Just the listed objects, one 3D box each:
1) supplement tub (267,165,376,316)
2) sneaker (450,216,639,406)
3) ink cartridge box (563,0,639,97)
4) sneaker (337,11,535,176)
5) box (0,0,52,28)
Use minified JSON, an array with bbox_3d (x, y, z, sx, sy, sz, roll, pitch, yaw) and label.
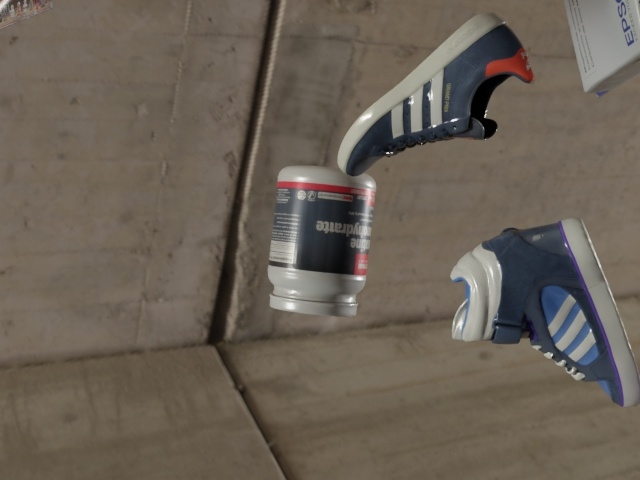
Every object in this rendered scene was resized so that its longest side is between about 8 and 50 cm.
[{"bbox_3d":[0.000,0.000,1.703,0.191,0.191,0.272,6,-89,-35],"label":"supplement tub"},{"bbox_3d":[0.322,0.132,1.327,0.236,0.130,0.322,-20,-71,16],"label":"sneaker"},{"bbox_3d":[0.383,-0.382,1.242,0.072,0.323,0.330,-11,-4,-4],"label":"ink cartridge box"},{"bbox_3d":[0.178,-0.186,1.380,0.350,0.148,0.131,-41,-9,29],"label":"sneaker"},{"bbox_3d":[-0.290,-0.191,0.701,0.137,0.094,0.027,-52,-22,-55],"label":"box"}]
